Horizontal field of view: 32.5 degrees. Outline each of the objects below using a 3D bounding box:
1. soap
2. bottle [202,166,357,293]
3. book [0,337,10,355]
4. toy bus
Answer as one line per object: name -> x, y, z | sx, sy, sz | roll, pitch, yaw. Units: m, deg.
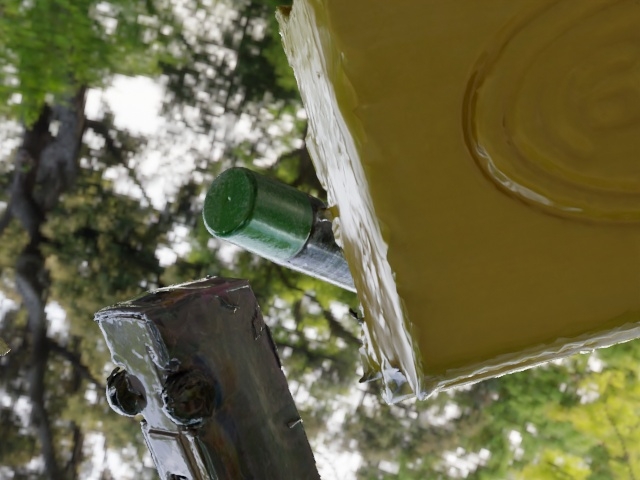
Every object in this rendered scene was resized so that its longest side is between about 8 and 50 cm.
soap -> 0.154, -0.063, 0.488 | 0.325, 0.204, 0.096 | -15, 173, -8
bottle -> 0.000, 0.000, 1.346 | 0.330, 0.093, 0.093 | 22, -173, -47
book -> -0.440, 0.100, 1.108 | 0.157, 0.231, 0.026 | 49, -144, -21
toy bus -> -0.079, 0.181, 0.963 | 0.138, 0.316, 0.112 | -29, -162, -38
